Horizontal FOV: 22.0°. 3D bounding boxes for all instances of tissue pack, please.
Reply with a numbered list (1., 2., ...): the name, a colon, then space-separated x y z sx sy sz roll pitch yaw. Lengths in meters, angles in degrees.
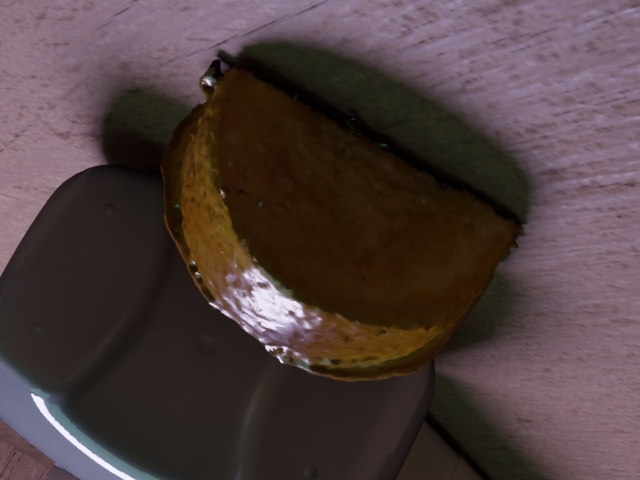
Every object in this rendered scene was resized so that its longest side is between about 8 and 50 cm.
1. tissue pack: -0.090 0.106 1.271 0.333 0.229 0.236 27 160 5

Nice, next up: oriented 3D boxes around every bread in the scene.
1. bread: 0.000 0.000 1.022 0.229 0.139 0.143 29 154 -3

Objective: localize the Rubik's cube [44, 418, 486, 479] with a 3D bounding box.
1. Rubik's cube: -0.059 0.264 1.561 0.290 0.291 0.291 14 158 40
